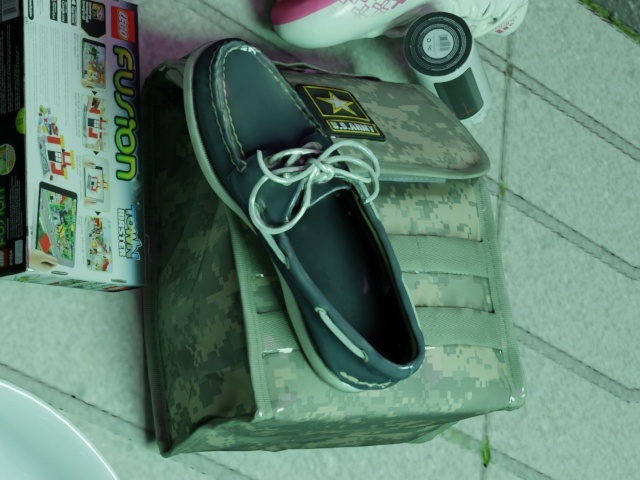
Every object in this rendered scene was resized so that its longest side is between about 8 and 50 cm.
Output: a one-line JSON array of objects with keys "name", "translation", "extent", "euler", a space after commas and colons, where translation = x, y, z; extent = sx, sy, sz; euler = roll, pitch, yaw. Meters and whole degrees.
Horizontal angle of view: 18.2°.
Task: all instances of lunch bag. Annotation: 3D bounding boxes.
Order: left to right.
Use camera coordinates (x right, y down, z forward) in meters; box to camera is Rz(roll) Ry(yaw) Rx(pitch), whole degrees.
[{"name": "lunch bag", "translation": [0.000, 0.000, 1.441], "extent": [0.235, 0.169, 0.287], "euler": [2, 72, -34]}]

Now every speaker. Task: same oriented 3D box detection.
[{"name": "speaker", "translation": [0.102, -0.133, 1.581], "extent": [0.136, 0.055, 0.055], "euler": [54, 38, -72]}]

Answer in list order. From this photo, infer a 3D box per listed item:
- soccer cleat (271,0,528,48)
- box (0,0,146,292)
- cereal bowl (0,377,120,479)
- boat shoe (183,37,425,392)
[{"name": "soccer cleat", "translation": [0.099, -0.208, 1.602], "extent": [0.331, 0.116, 0.143], "euler": [-38, 110, -37]}, {"name": "box", "translation": [-0.174, -0.072, 1.380], "extent": [0.114, 0.036, 0.207], "euler": [11, 73, -50]}, {"name": "cereal bowl", "translation": [-0.260, 0.246, 1.182], "extent": [0.339, 0.141, 0.339], "euler": [9, 75, -38]}, {"name": "boat shoe", "translation": [-0.008, -0.020, 1.294], "extent": [0.095, 0.079, 0.255], "euler": [-21, 88, -28]}]
